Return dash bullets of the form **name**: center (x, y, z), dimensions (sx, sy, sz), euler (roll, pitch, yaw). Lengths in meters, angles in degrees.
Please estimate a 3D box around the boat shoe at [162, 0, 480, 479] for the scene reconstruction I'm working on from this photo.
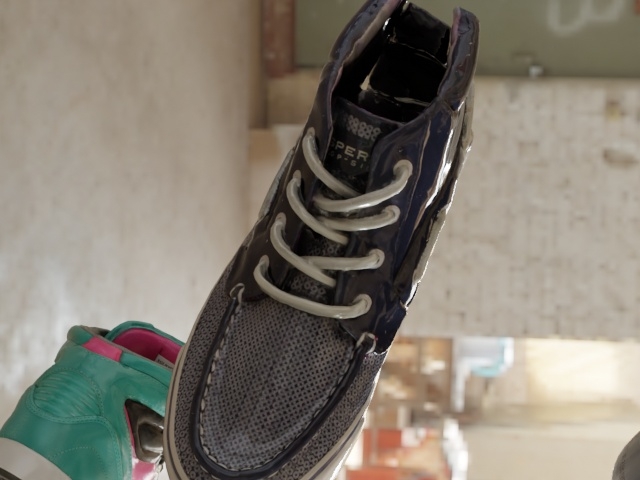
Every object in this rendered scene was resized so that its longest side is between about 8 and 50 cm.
- **boat shoe**: center (0.000, 0.000, 1.008), dimensions (0.158, 0.127, 0.341), euler (92, 19, -59)

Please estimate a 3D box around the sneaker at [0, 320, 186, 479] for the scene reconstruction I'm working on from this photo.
- **sneaker**: center (-0.146, 0.154, 1.253), dimensions (0.178, 0.123, 0.295), euler (-57, 161, -21)

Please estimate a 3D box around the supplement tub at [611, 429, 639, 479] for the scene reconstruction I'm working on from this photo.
- **supplement tub**: center (0.385, 0.142, 1.237), dimensions (0.338, 0.207, 0.207), euler (-51, -163, 38)
